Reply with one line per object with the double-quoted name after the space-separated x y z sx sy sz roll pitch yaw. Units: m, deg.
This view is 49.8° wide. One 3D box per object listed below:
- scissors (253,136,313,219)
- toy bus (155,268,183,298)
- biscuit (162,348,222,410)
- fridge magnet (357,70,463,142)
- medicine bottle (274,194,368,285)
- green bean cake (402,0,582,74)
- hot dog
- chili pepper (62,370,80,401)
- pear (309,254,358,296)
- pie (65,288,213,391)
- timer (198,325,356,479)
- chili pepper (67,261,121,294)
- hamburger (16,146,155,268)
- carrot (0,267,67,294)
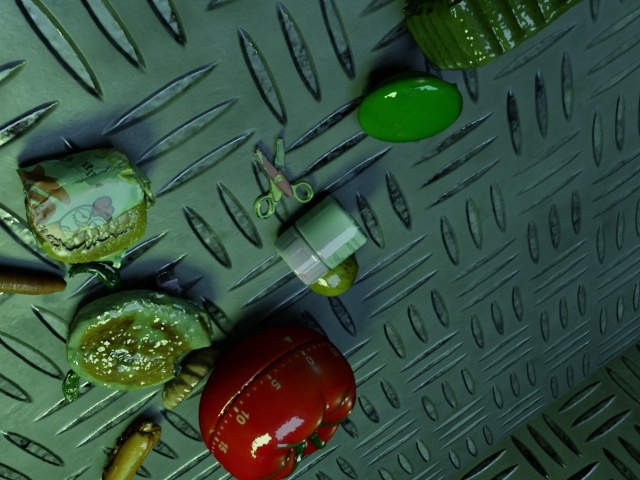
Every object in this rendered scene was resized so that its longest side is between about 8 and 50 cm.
-0.086 -0.126 1.391 0.134 0.020 0.187 -24 138 -10 "scissors"
-0.313 0.119 1.439 0.052 0.037 0.130 -16 136 -17 "toy bus"
-0.308 0.321 1.598 0.183 0.061 0.118 -46 180 9 "biscuit"
0.176 -0.261 1.365 0.208 0.088 0.208 -4 156 -2 "fridge magnet"
0.000 0.000 1.479 0.168 0.135 0.135 -39 139 0 "medicine bottle"
0.296 -0.417 1.212 0.247 0.250 0.156 -34 105 -3 "green bean cake"
-0.462 0.517 1.662 0.249 0.076 0.102 -55 173 21 "hot dog"
-0.526 0.307 1.465 0.030 0.034 0.091 -35 153 -60 "chili pepper"
0.027 0.075 1.589 0.131 0.107 0.107 -2 128 -24 "pear"
-0.374 0.207 1.421 0.303 0.067 0.302 -12 136 -12 "pie"
-0.102 0.376 1.615 0.378 0.279 0.378 -36 152 -23 "timer"
-0.419 0.065 1.316 0.118 0.035 0.055 32 88 -51 "chili pepper"
-0.386 -0.038 1.173 0.214 0.125 0.235 -9 118 -16 "hamburger"
-0.523 0.078 1.242 0.139 0.048 0.048 11 119 -42 "carrot"
